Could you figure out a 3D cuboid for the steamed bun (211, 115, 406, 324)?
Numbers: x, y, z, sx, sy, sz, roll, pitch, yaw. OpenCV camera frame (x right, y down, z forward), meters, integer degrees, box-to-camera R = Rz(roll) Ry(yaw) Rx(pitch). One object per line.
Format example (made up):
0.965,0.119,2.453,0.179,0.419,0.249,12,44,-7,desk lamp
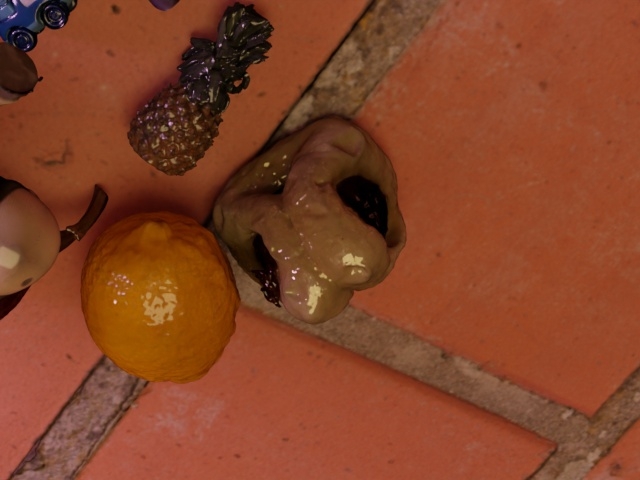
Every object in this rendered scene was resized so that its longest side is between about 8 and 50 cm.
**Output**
0.000,0.000,1.496,0.172,0.155,0.141,-33,124,10,steamed bun

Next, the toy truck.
-0.244,-0.204,1.364,0.073,0.056,0.090,-32,113,17,toy truck

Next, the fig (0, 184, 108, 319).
-0.277,0.014,1.467,0.201,0.134,0.146,-5,139,-22,fig

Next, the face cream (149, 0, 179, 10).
-0.199,-0.279,1.303,0.078,0.078,0.273,-35,125,12,face cream

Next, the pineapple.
-0.097,-0.130,1.440,0.074,0.074,0.159,30,106,-29,pineapple

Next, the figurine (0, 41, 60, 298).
-0.373,-0.058,1.258,0.412,0.241,0.306,-5,140,27,figurine

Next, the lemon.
-0.142,0.054,1.512,0.142,0.142,0.187,-15,131,-3,lemon
